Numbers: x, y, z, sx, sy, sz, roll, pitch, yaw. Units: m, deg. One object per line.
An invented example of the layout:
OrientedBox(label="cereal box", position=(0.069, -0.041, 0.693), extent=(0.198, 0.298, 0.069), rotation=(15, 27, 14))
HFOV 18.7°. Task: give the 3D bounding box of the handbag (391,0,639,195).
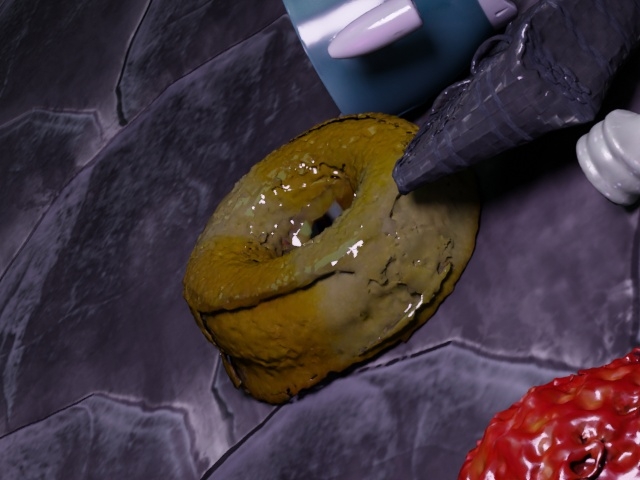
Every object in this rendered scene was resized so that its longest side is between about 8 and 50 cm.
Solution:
OrientedBox(label="handbag", position=(0.162, -0.138, 1.514), extent=(0.175, 0.088, 0.270), rotation=(-31, 13, 44))

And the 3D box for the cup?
OrientedBox(label="cup", position=(0.072, -0.202, 1.683), extent=(0.173, 0.167, 0.300), rotation=(-28, 7, 9))

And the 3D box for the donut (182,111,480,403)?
OrientedBox(label="donut", position=(0.000, 0.000, 1.591), extent=(0.272, 0.107, 0.272), rotation=(-31, 33, 24))

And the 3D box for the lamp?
OrientedBox(label="lamp", position=(0.263, -0.099, 1.357), extent=(0.193, 0.106, 0.106), rotation=(-43, 27, 32))

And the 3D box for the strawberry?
OrientedBox(label="strawberry", position=(0.170, 0.126, 1.192), extent=(0.236, 0.111, 0.190), rotation=(-45, 26, 5))
